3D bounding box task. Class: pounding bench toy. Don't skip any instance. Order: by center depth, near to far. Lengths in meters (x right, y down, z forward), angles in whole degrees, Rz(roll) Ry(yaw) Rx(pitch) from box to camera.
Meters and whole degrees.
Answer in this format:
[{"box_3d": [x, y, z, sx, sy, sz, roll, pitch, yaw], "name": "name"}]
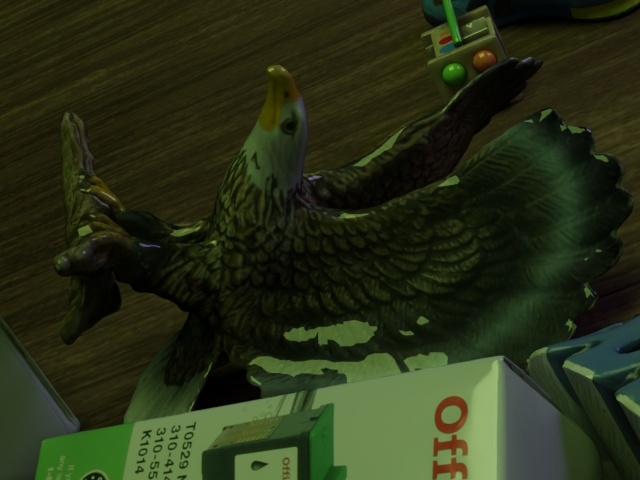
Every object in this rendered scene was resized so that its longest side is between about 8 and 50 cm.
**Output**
[{"box_3d": [0.099, -0.134, 0.972, 0.052, 0.083, 0.065, -23, 27, 12], "name": "pounding bench toy"}]

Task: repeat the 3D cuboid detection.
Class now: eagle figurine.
[{"box_3d": [0.001, -0.006, 0.790, 0.298, 0.225, 0.226, -2, 71, -9], "name": "eagle figurine"}]

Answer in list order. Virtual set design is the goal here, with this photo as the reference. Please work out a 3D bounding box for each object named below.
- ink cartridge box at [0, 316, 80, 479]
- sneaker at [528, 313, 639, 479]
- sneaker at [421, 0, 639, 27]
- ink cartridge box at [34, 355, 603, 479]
[{"box_3d": [-0.323, 0.119, 0.902, 0.211, 0.121, 0.289, -44, 31, -25], "name": "ink cartridge box"}, {"box_3d": [0.226, 0.054, 0.486, 0.182, 0.127, 0.315, -38, 27, -12], "name": "sneaker"}, {"box_3d": [0.152, -0.210, 1.057, 0.209, 0.082, 0.069, 3, 43, 48], "name": "sneaker"}, {"box_3d": [-0.008, 0.146, 0.538, 0.219, 0.092, 0.160, -15, 55, 27], "name": "ink cartridge box"}]
